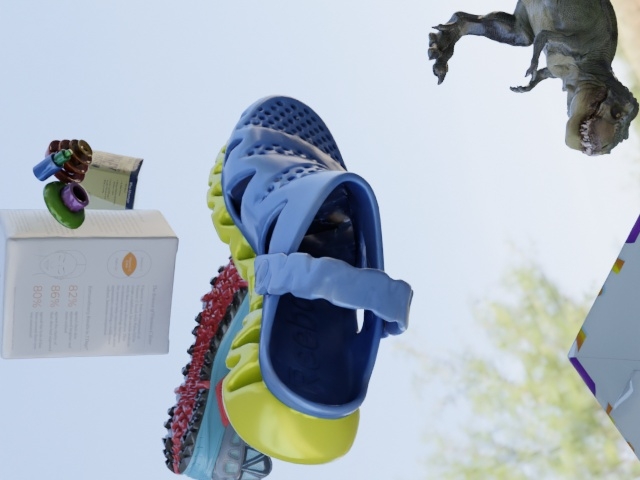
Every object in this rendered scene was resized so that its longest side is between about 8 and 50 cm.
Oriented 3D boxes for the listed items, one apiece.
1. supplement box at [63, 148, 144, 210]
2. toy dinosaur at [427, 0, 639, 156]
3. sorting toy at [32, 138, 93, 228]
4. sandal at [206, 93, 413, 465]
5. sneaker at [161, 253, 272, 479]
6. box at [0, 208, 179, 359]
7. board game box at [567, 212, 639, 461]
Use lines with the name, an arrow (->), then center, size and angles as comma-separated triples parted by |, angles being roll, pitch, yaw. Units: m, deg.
supplement box -> -0.250, -0.054, 1.717 | 0.056, 0.083, 0.083 | -86, 7, -64
toy dinosaur -> 0.118, -0.158, 0.903 | 0.064, 0.118, 0.268 | 53, -150, -65
sorting toy -> -0.236, -0.063, 1.435 | 0.061, 0.042, 0.102 | 35, -148, -43
sandal -> 0.000, 0.000, 1.069 | 0.126, 0.138, 0.317 | 14, -139, -24
sneaker -> -0.065, 0.120, 1.504 | 0.125, 0.104, 0.261 | 24, -102, -25
box -> -0.238, 0.042, 1.521 | 0.091, 0.171, 0.130 | -132, 46, -63
board game box -> 0.322, 0.055, 0.951 | 0.275, 0.144, 0.142 | -7, -134, -28
